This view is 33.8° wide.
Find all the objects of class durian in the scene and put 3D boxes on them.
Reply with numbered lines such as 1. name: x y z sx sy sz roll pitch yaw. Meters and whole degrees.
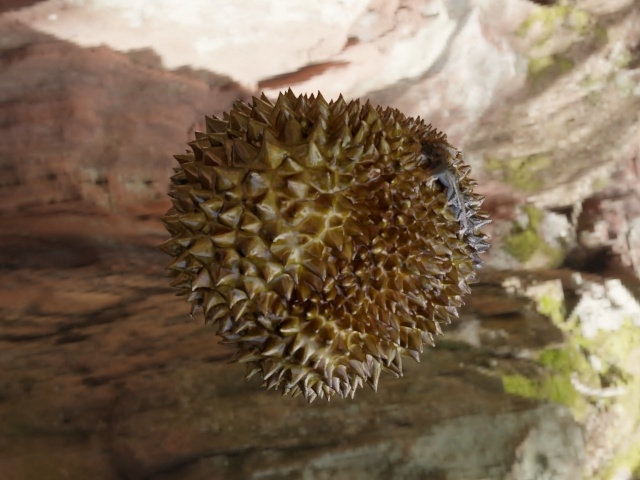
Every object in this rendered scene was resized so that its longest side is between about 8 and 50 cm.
1. durian: 0.000 0.000 0.510 0.168 0.137 0.158 -36 136 25
